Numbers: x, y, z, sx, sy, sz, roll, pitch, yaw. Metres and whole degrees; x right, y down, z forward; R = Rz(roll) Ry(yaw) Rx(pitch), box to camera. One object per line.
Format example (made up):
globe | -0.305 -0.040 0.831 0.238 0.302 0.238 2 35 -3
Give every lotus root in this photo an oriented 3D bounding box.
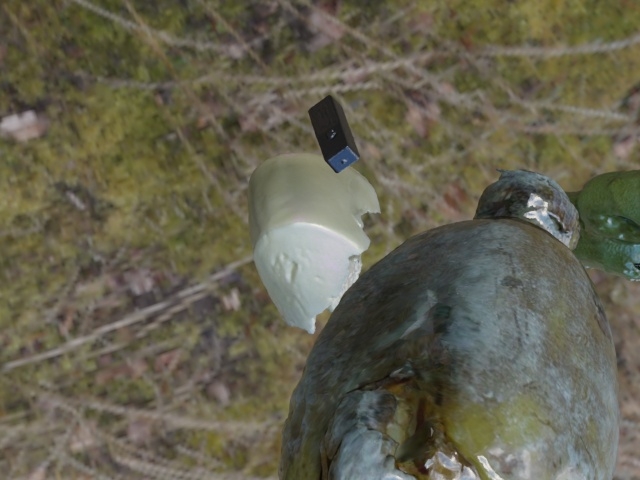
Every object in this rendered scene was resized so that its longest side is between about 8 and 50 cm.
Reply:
lotus root | 0.080 0.086 0.729 0.175 0.349 0.175 10 124 16

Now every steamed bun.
steamed bun | 0.000 0.000 1.733 0.170 0.225 0.200 -17 125 8

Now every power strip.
power strip | 0.015 -0.126 1.549 0.038 0.111 0.029 -35 130 15

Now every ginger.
ginger | 0.323 -0.014 1.296 0.089 0.137 0.290 -39 -171 -33
